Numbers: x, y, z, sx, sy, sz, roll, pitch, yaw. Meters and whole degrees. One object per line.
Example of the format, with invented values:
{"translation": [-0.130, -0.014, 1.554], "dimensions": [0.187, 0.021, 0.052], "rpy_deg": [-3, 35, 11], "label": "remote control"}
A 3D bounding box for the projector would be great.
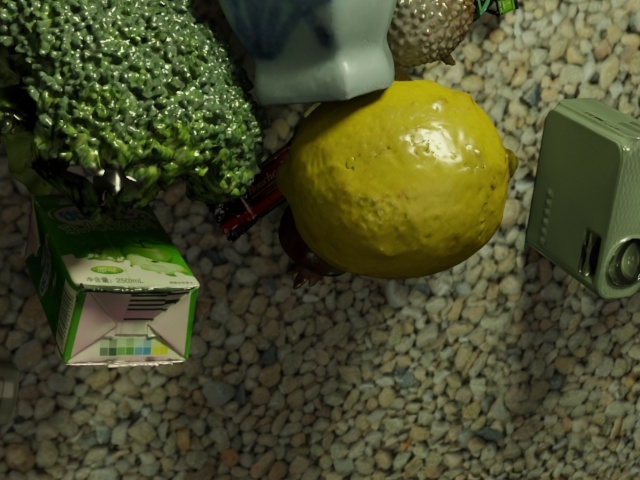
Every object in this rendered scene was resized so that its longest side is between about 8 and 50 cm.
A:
{"translation": [0.417, -0.066, 1.696], "dimensions": [0.108, 0.198, 0.250], "rpy_deg": [-4, 114, -23], "label": "projector"}

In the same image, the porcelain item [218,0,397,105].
{"translation": [-0.025, -0.367, 1.315], "dimensions": [0.178, 0.243, 0.405], "rpy_deg": [-31, 117, -56], "label": "porcelain item"}

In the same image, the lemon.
{"translation": [0.094, -0.073, 1.420], "dimensions": [0.284, 0.260, 0.260], "rpy_deg": [7, 110, -20], "label": "lemon"}

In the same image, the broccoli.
{"translation": [-0.239, -0.157, 1.314], "dimensions": [0.318, 0.338, 0.277], "rpy_deg": [-15, 90, 6], "label": "broccoli"}

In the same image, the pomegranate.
{"translation": [-0.005, -0.006, 1.591], "dimensions": [0.129, 0.129, 0.159], "rpy_deg": [23, 146, -31], "label": "pomegranate"}

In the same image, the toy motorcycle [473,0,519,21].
{"translation": [0.210, -0.380, 1.543], "dimensions": [0.100, 0.058, 0.173], "rpy_deg": [-29, 123, -18], "label": "toy motorcycle"}

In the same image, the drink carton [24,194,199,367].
{"translation": [-0.255, 0.041, 1.394], "dimensions": [0.161, 0.271, 0.108], "rpy_deg": [2, 116, -27], "label": "drink carton"}

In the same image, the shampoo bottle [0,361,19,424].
{"translation": [-0.511, 0.192, 1.474], "dimensions": [0.228, 0.056, 0.086], "rpy_deg": [8, 108, -27], "label": "shampoo bottle"}

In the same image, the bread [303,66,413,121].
{"translation": [0.110, -0.122, 1.625], "dimensions": [0.168, 0.163, 0.264], "rpy_deg": [-40, 92, -2], "label": "bread"}

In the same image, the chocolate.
{"translation": [-0.072, -0.077, 1.566], "dimensions": [0.182, 0.028, 0.086], "rpy_deg": [-41, 126, -15], "label": "chocolate"}

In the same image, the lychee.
{"translation": [0.118, -0.297, 1.477], "dimensions": [0.165, 0.165, 0.197], "rpy_deg": [-35, 129, -6], "label": "lychee"}
